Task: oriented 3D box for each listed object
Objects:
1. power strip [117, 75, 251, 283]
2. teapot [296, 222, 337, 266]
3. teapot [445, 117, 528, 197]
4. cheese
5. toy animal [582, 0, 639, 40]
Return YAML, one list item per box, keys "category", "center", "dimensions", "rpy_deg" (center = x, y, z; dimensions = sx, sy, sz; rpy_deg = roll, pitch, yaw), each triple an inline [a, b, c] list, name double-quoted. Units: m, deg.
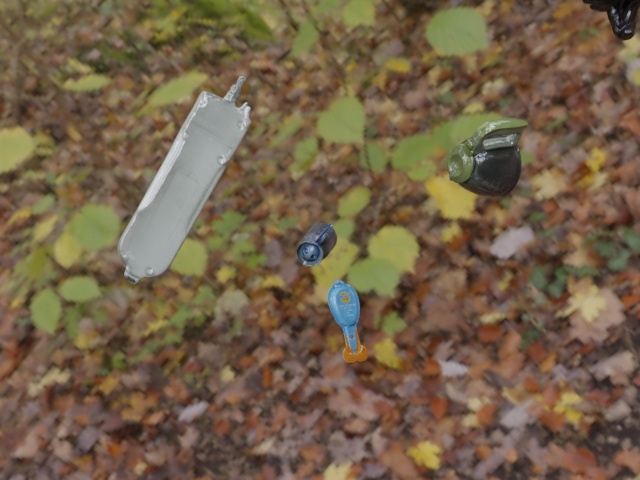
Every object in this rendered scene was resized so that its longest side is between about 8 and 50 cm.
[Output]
- category: "power strip"
  center: [-0.107, -0.051, 0.949]
  dimensions: [0.191, 0.048, 0.030]
  rpy_deg: [-61, 10, -7]
- category: "teapot"
  center: [0.001, 0.004, 1.850]
  dimensions: [0.064, 0.049, 0.083]
  rpy_deg: [-21, 15, 24]
- category: "teapot"
  center: [0.226, -0.122, 1.662]
  dimensions: [0.092, 0.091, 0.124]
  rpy_deg: [32, 116, 49]
- category: "cheese"
  center: [0.036, 0.104, 1.525]
  dimensions: [0.017, 0.047, 0.111]
  rpy_deg: [-34, 65, 58]
- category: "toy animal"
  center: [0.308, -0.305, 1.265]
  dimensions: [0.121, 0.210, 0.117]
  rpy_deg: [-50, 47, 17]
